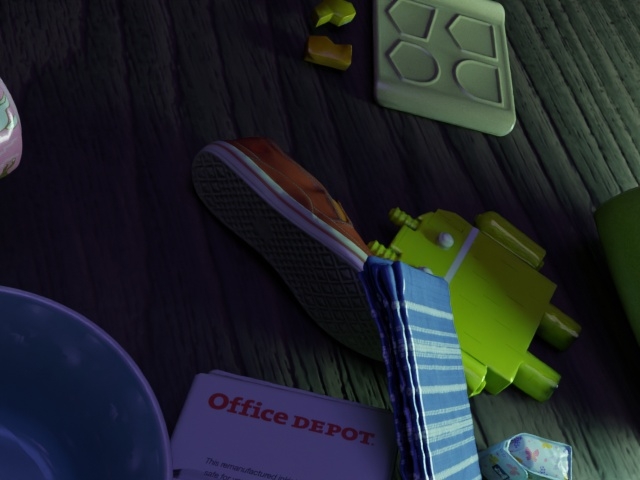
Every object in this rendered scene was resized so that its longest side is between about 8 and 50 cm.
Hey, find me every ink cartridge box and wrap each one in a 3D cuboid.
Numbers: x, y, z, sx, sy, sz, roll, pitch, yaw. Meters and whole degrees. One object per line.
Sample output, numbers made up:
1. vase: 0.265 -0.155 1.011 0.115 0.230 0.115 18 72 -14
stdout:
1. ink cartridge box: -0.052 0.270 0.819 0.197 0.114 0.272 12 54 9

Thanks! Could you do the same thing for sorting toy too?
1. sorting toy: 0.124 -0.272 1.327 0.307 0.041 0.229 12 60 -16

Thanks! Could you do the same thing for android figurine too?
1. android figurine: 0.177 0.066 1.122 0.273 0.056 0.248 38 53 1

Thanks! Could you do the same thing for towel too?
1. towel: 0.106 0.186 0.879 0.040 0.243 0.335 -11 80 18

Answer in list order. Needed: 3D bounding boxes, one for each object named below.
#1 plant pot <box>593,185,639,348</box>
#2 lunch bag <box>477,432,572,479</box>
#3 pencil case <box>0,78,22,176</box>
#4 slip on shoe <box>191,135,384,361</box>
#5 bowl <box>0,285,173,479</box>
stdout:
1. plant pot: 0.486 0.090 1.133 0.275 0.275 0.293 3 74 -22
2. lunch bag: 0.215 0.240 1.015 0.083 0.071 0.053 20 58 -13
3. pencil case: -0.434 -0.030 0.784 0.167 0.160 0.386 30 52 14
4. slip on shoe: 0.000 0.000 1.050 0.331 0.123 0.101 44 48 15
5. bowl: -0.289 0.205 0.762 0.312 0.163 0.311 11 56 -17
